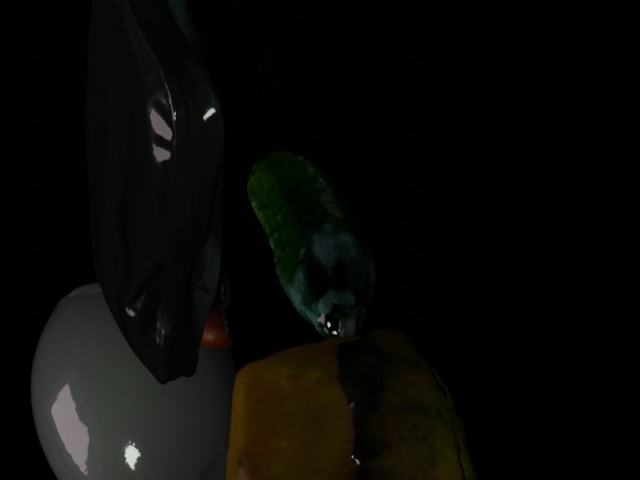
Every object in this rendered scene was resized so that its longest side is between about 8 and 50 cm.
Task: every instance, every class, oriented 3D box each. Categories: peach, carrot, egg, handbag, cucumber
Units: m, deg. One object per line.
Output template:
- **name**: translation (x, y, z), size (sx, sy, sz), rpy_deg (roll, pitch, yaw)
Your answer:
- **peach**: translation (-0.098, 0.037, 1.444), size (0.098, 0.061, 0.098), rpy_deg (170, 90, -89)
- **carrot**: translation (0.019, 0.115, 0.577), size (0.082, 0.082, 0.173), rpy_deg (104, 156, -75)
- **egg**: translation (-0.149, 0.146, 1.575), size (0.176, 0.176, 0.232), rpy_deg (100, 154, -72)
- **handbag**: translation (-0.116, -0.050, 1.293), size (0.332, 0.075, 0.192), rpy_deg (98, 154, -52)
- **cucumber**: translation (0.000, 0.000, 0.706), size (0.155, 0.037, 0.037), rpy_deg (-115, 14, -63)
